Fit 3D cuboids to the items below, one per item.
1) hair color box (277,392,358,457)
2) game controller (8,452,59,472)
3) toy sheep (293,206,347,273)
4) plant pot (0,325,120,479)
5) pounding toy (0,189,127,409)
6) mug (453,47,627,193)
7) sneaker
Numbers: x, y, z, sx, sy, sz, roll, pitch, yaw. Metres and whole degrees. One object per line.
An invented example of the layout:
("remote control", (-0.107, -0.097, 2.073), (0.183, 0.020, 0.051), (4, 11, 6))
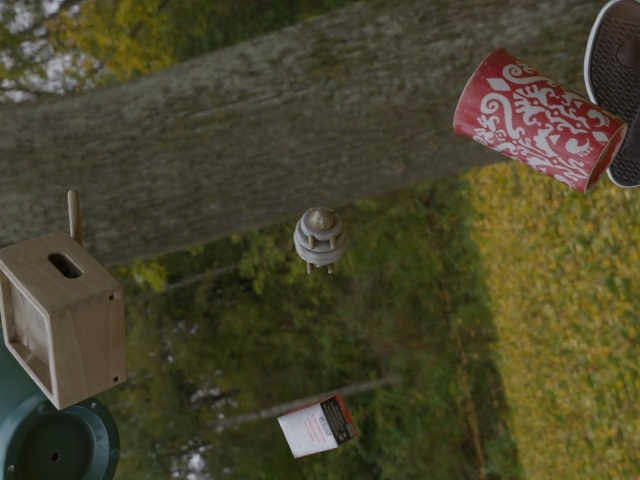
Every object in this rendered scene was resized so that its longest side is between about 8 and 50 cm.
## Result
("hair color box", (-0.006, 0.285, 1.423), (0.141, 0.043, 0.072), (-32, 81, 56))
("game controller", (-0.475, 0.444, 1.506), (0.319, 0.067, 0.167), (-32, -53, -56))
("toy sheep", (0.000, 0.000, 1.416), (0.132, 0.091, 0.091), (101, 159, -50))
("plant pot", (-0.392, 0.272, 1.243), (0.293, 0.196, 0.293), (-6, -82, -48))
("pounding toy", (-0.233, 0.050, 0.856), (0.141, 0.100, 0.130), (36, 134, 38))
("mug", (0.262, -0.135, 1.084), (0.169, 0.113, 0.150), (33, -163, 23))
("sneaker", (0.452, -0.234, 1.406), (0.123, 0.105, 0.290), (-68, -28, -58))
